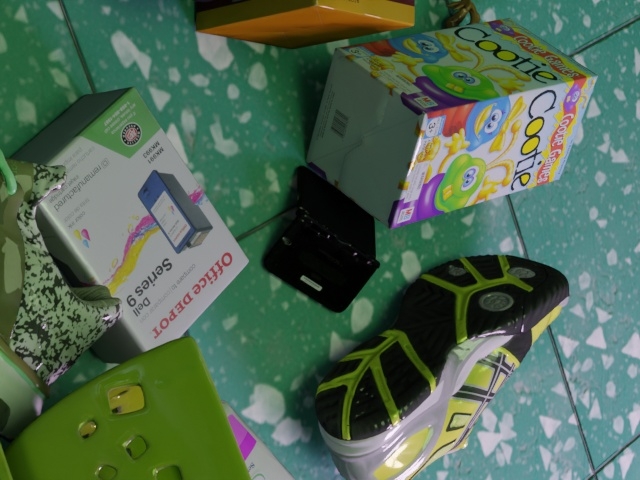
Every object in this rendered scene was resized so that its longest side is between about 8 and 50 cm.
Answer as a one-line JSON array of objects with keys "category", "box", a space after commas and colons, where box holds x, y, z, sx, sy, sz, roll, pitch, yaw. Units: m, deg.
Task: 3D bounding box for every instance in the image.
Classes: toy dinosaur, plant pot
[{"category": "toy dinosaur", "box": [0.172, -0.237, 1.705, 0.211, 0.064, 0.112, -29, 128, -30]}, {"category": "plant pot", "box": [-0.169, 0.237, 1.186, 0.207, 0.228, 0.227, -19, 72, -16]}]

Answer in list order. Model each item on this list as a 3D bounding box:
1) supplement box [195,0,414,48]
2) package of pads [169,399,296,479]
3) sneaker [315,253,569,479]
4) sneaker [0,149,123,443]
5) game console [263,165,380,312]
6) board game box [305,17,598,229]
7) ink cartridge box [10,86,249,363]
[{"category": "supplement box", "box": [-0.016, -0.304, 1.446, 0.129, 0.191, 0.194, 4, 86, -41]}, {"category": "package of pads", "box": [-0.125, 0.328, 1.388, 0.229, 0.101, 0.296, 52, 58, -26]}, {"category": "sneaker", "box": [0.137, 0.143, 1.621, 0.384, 0.145, 0.147, -34, 130, -34]}, {"category": "sneaker", "box": [-0.304, -0.034, 1.192, 0.182, 0.158, 0.410, -38, 122, -15]}, {"category": "game console", "box": [0.000, 0.000, 1.567, 0.122, 0.071, 0.107, 33, 98, -34]}, {"category": "board game box", "box": [0.144, -0.132, 1.577, 0.275, 0.142, 0.144, -17, 134, -40]}, {"category": "ink cartridge box", "box": [-0.187, -0.012, 1.354, 0.154, 0.093, 0.212, -47, 119, -32]}]
